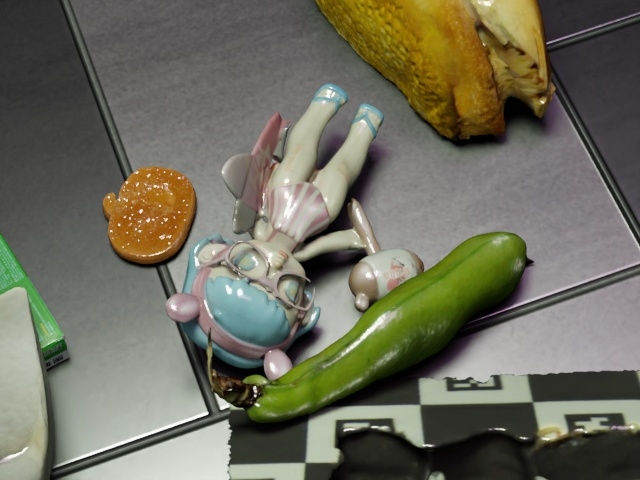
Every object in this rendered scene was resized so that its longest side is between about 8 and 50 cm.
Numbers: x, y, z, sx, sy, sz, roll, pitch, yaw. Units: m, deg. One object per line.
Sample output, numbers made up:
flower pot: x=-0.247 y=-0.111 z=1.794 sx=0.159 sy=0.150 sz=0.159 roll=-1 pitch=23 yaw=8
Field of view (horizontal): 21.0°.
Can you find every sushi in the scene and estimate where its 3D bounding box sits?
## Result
sushi: x=0.121 y=0.203 z=1.223 sx=0.373 sy=0.100 sz=0.296 roll=-3 pitch=21 yaw=-1

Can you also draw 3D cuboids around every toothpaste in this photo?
toothpaste: x=-0.264 y=0.032 z=1.397 sx=0.043 sy=0.037 sz=0.178 roll=-28 pitch=61 yaw=-17

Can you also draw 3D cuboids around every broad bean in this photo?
broad bean: x=0.048 y=0.065 z=1.305 sx=0.318 sy=0.098 sz=0.056 roll=-20 pitch=46 yaw=-35

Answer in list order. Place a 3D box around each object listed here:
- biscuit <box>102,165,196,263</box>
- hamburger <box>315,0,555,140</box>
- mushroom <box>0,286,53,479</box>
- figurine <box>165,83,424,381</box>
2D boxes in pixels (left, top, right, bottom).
biscuit: x=-0.144 y=-0.022 z=1.433 sx=0.078 sy=0.015 sz=0.091 roll=13 pitch=60 yaw=13
hamburger: x=0.096 y=-0.220 z=1.458 sx=0.144 sy=0.157 sz=0.283 roll=-32 pitch=60 yaw=-16
mushroom: x=-0.392 y=0.166 z=1.273 sx=0.397 sy=0.126 sz=0.177 roll=-14 pitch=52 yaw=-3
figurine: x=-0.011 y=0.000 z=1.377 sx=0.205 sy=0.103 sz=0.260 roll=36 pitch=59 yaw=-17
